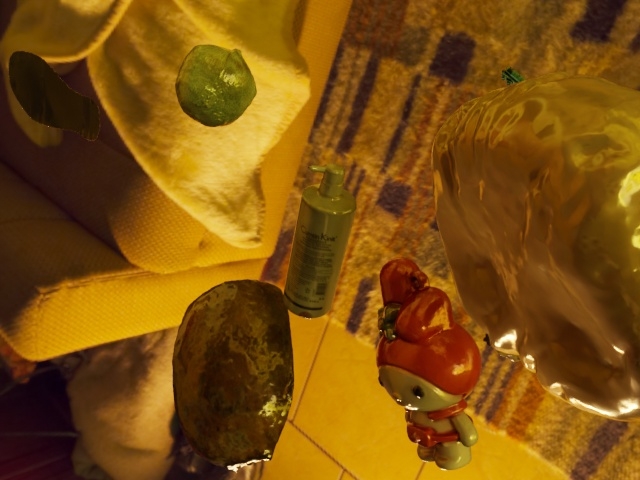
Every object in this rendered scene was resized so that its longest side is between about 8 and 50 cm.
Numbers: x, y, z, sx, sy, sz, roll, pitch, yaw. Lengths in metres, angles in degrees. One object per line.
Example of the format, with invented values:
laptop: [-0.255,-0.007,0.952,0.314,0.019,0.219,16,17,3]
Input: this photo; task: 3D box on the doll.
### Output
doll: [0.146,0.165,0.834,0.161,0.130,0.290,-2,101,62]

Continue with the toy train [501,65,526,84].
toy train: [0.481,-0.389,1.466,0.092,0.045,0.029,40,77,2]

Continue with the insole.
insole: [-0.361,-0.190,0.833,0.005,0.253,0.086,2,86,4]

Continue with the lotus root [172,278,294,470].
lotus root: [-0.159,0.222,1.043,0.210,0.142,0.313,-34,48,36]

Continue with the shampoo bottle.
shampoo bottle: [0.000,0.000,0.932,0.085,0.085,0.262,36,131,31]

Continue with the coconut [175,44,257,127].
coconut: [-0.114,-0.174,0.663,0.088,0.088,0.096,20,77,36]

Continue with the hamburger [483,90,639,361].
hamburger: [0.275,-0.010,0.637,0.156,0.282,0.245,10,57,13]

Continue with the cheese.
cheese: [0.159,0.001,0.390,0.225,0.117,0.214,66,166,-19]
